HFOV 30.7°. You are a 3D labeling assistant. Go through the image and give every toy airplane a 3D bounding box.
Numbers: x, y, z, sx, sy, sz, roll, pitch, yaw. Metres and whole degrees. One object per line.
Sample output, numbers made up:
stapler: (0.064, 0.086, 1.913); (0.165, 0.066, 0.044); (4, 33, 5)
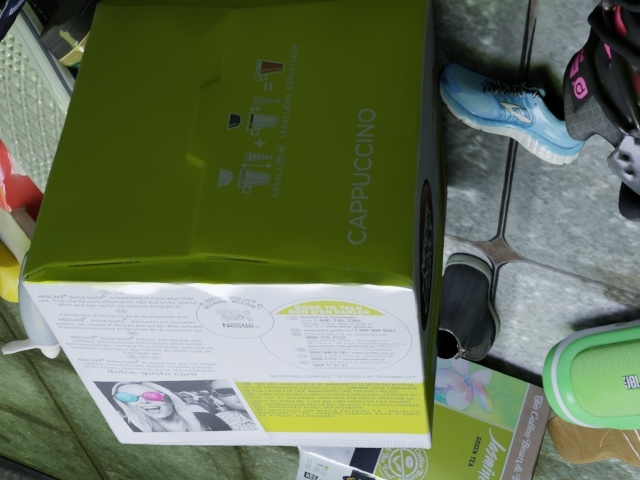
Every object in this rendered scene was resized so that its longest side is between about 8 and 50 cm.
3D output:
toy airplane: (-0.439, 0.000, 1.653); (0.384, 0.272, 0.386); (51, 168, 0)

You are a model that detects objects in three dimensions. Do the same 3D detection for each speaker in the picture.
speaker: (0.406, 0.153, 1.381); (0.131, 0.131, 0.296); (38, 150, -22)

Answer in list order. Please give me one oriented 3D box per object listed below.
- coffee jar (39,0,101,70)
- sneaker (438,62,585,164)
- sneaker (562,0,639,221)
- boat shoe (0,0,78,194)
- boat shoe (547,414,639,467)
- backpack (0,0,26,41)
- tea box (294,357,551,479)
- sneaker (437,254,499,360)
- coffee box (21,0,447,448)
coffee jar: (-0.222, -0.206, 1.320); (0.184, 0.096, 0.079); (40, 146, -23)
sneaker: (0.193, -0.141, 1.146); (0.162, 0.063, 0.073); (23, 135, -3)
sneaker: (0.282, -0.139, 0.925); (0.202, 0.185, 0.483); (6, 146, 25)
boat shoe: (-0.261, -0.114, 1.460); (0.186, 0.156, 0.500); (-3, 129, 47)
boat shoe: (0.421, 0.244, 1.568); (0.277, 0.096, 0.098); (-16, 96, 63)
backpack: (-0.269, -0.332, 1.003); (0.213, 0.276, 0.263); (43, 147, -5)
tea box: (0.142, 0.316, 1.753); (0.323, 0.220, 0.329); (18, 155, 5)
sneaker: (0.176, 0.123, 1.528); (0.083, 0.118, 0.222); (14, 150, 21)
coffee box: (-0.052, -0.013, 1.162); (0.338, 0.338, 0.334); (1, 146, 9)
